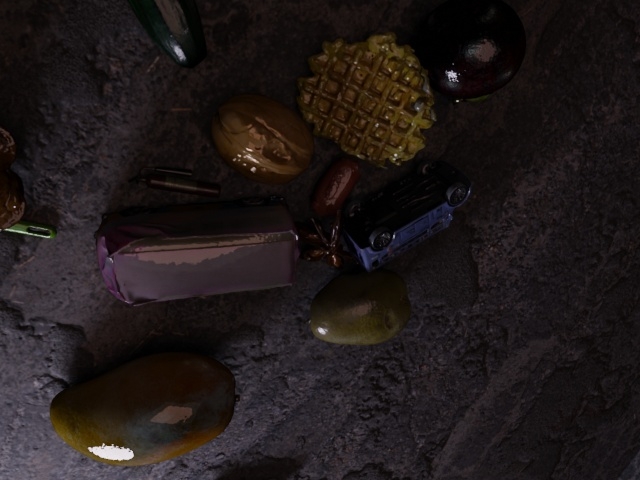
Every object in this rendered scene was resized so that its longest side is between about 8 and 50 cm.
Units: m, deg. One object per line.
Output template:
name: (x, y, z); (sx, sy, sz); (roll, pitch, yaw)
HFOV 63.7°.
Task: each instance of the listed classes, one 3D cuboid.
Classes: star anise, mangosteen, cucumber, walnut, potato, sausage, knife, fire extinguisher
star anise: (-0.002, 0.003, 1.110); (0.212, 0.157, 0.053); (67, 36, -48)
mangosteen: (0.303, -0.373, 1.036); (0.216, 0.216, 0.215); (-6, 110, -18)
cucumber: (-0.271, -0.420, 0.895); (0.115, 0.063, 0.243); (-32, 117, -7)
walnut: (-0.108, -0.191, 0.984); (0.207, 0.159, 0.159); (23, 99, -25)
potato: (0.084, 0.157, 1.173); (0.252, 0.159, 0.174); (-11, 88, -7)
sausage: (0.032, -0.116, 1.102); (0.076, 0.076, 0.141); (32, 97, -26)
knife: (-0.597, -0.026, 0.936); (0.212, 0.015, 0.054); (11, 104, -23)
fire extinguisher: (-0.282, -0.118, 1.010); (0.173, 0.035, 0.048); (7, 109, -25)

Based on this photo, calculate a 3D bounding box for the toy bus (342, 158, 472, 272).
toy bus: (0.192, -0.057, 1.147); (0.292, 0.125, 0.133); (-30, 139, -10)

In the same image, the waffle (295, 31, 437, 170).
waffle: (0.092, -0.275, 1.037); (0.263, 0.060, 0.280); (-14, 116, 13)

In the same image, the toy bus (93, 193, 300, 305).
toy bus: (-0.233, 0.017, 1.004); (0.387, 0.162, 0.170); (-6, 111, -18)

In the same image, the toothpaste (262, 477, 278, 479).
toothpaste: (-0.198, 0.640, 1.296); (0.197, 0.047, 0.040); (1, 104, -21)

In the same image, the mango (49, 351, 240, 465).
mango: (-0.359, 0.344, 1.058); (0.385, 0.199, 0.221); (-3, 114, -5)

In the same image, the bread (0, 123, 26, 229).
bread: (-0.615, -0.087, 0.833); (0.247, 0.135, 0.231); (-7, 102, -20)
